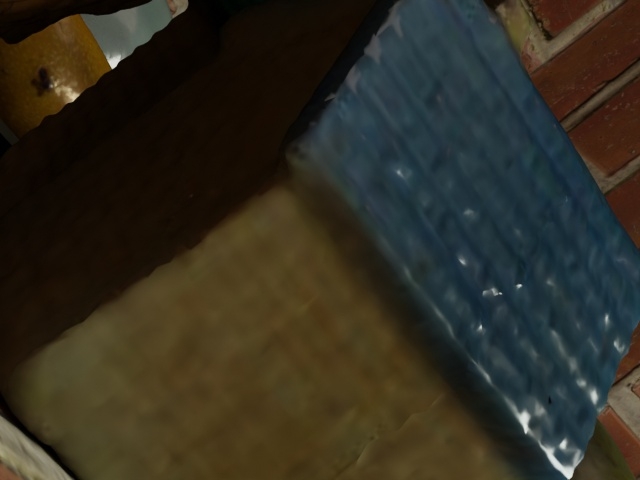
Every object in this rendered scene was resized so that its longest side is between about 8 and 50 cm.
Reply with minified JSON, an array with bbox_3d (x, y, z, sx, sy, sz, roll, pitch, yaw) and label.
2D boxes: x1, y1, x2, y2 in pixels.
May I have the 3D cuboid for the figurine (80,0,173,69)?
[{"bbox_3d":[-0.296,-0.262,1.530,0.224,0.205,0.382,45,1,-34],"label":"figurine"}]

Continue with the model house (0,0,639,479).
[{"bbox_3d":[0.000,0.000,0.845,0.334,0.342,0.382,51,1,-32],"label":"model house"}]

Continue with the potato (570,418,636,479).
[{"bbox_3d":[0.126,0.242,0.924,0.221,0.243,0.326,45,18,-37],"label":"potato"}]

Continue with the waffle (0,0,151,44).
[{"bbox_3d":[-0.173,-0.181,0.706,0.324,0.261,0.151,-26,101,-63],"label":"waffle"}]

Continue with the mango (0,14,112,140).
[{"bbox_3d":[-0.248,-0.139,1.199,0.295,0.120,0.177,61,-7,-27],"label":"mango"}]

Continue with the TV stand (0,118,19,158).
[{"bbox_3d":[-0.198,-0.014,1.017,0.256,0.040,0.049,52,1,-27],"label":"TV stand"}]
